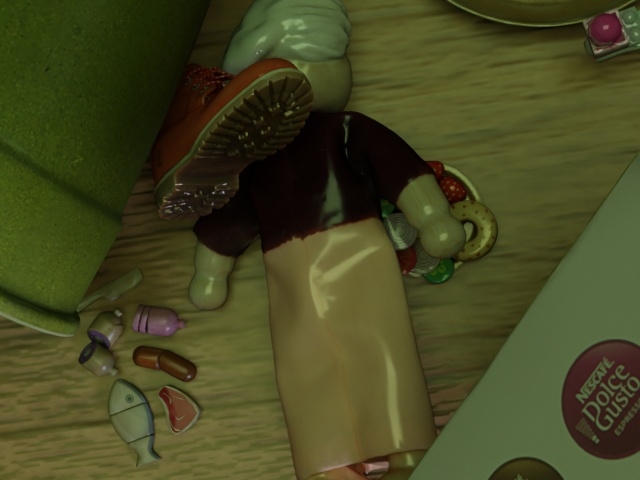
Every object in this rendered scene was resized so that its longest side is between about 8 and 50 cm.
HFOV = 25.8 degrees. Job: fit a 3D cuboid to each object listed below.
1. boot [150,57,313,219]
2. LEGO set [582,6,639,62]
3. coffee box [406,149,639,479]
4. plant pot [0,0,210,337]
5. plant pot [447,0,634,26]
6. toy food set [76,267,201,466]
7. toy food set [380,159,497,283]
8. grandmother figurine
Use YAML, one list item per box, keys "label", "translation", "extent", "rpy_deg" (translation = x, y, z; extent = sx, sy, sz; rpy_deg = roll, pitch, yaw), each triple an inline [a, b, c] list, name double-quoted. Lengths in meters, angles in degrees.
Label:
- label: "boot"
  translation: [-0.063, -0.082, 0.848]
  extent: [0.059, 0.158, 0.084]
  rpy_deg: [2, 65, -35]
- label: "LEGO set"
  translation: [0.172, -0.263, 0.879]
  extent: [0.132, 0.107, 0.287]
  rpy_deg: [-27, 84, 1]
- label: "coffee box"
  translation: [0.268, 0.177, 0.652]
  extent: [0.334, 0.338, 0.337]
  rpy_deg: [47, 112, 38]
- label: "plant pot"
  translation: [-0.201, -0.189, 0.798]
  extent: [0.366, 0.366, 0.353]
  rpy_deg: [33, 87, 6]
- label: "plant pot"
  translation: [0.149, -0.257, 0.950]
  extent: [0.236, 0.032, 0.236]
  rpy_deg: [0, 84, 3]
- label: "toy food set"
  translation: [-0.120, 0.084, 0.941]
  extent: [0.078, 0.019, 0.122]
  rpy_deg: [-29, 84, 1]
- label: "toy food set"
  translation: [0.071, -0.013, 0.938]
  extent: [0.083, 0.020, 0.083]
  rpy_deg: [-30, 84, 1]
- label: "grandmother figurine"
  translation: [0.000, 0.000, 0.899]
  extent: [0.208, 0.104, 0.342]
  rpy_deg: [-13, 79, 22]
